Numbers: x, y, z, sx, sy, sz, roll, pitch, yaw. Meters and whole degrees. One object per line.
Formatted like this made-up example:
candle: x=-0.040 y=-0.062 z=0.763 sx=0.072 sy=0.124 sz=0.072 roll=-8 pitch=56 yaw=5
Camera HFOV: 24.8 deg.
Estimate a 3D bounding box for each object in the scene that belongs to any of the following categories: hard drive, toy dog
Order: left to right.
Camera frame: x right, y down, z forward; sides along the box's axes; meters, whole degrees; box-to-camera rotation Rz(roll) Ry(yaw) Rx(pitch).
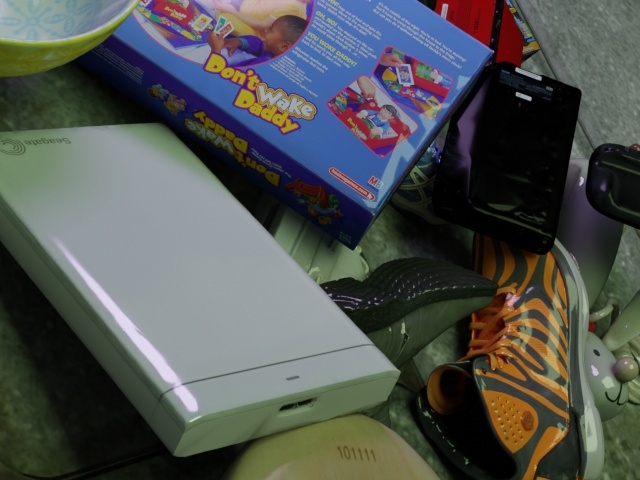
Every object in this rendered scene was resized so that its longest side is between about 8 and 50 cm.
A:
hard drive: x=-0.125 y=0.024 z=1.215 sx=0.233 sy=0.047 sz=0.353 roll=-8 pitch=43 yaw=-45
toy dog: x=0.322 y=0.022 z=1.640 sx=0.220 sy=0.161 sz=0.333 roll=-5 pitch=67 yaw=-45

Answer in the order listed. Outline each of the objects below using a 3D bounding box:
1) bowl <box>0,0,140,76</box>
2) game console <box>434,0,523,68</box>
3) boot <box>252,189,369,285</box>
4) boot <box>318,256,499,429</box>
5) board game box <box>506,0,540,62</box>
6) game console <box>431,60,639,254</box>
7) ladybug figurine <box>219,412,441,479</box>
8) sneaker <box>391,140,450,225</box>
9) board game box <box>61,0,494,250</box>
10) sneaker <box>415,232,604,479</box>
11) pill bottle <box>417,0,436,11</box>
bowl: x=-0.302 y=-0.241 z=1.247 sx=0.289 sy=0.156 sz=0.289 roll=15 pitch=54 yaw=-22
game console: x=0.182 y=-0.228 z=1.725 sx=0.124 sy=0.085 sz=0.144 roll=11 pitch=51 yaw=2
boot: x=0.000 y=0.000 z=1.433 sx=0.123 sy=0.095 sz=0.258 roll=43 pitch=51 yaw=-20
boot: x=0.065 y=0.110 z=1.382 sx=0.083 sy=0.161 sz=0.246 roll=24 pitch=24 yaw=38
board game box: x=0.178 y=-0.269 z=1.793 sx=0.170 sy=0.048 sz=0.141 roll=-23 pitch=81 yaw=-48
game console: x=0.304 y=-0.056 z=1.565 sx=0.361 sy=0.044 sz=0.213 roll=20 pitch=56 yaw=-4
ladybug figurine: x=0.017 y=0.356 z=1.141 sx=0.305 sy=0.162 sz=0.449 roll=13 pitch=55 yaw=-35
sneaker: x=0.105 y=-0.077 z=1.573 sx=0.211 sy=0.081 sz=0.080 roll=17 pitch=52 yaw=-35
board game box: x=-0.042 y=-0.183 z=1.395 sx=0.347 sy=0.078 sz=0.233 roll=35 pitch=60 yaw=5
sneaker: x=0.182 y=0.105 z=1.488 sx=0.180 sy=0.124 sz=0.321 roll=10 pitch=57 yaw=-39
pill bottle: x=0.043 y=-0.231 z=1.590 sx=0.123 sy=0.123 sz=0.219 roll=48 pitch=42 yaw=-6
